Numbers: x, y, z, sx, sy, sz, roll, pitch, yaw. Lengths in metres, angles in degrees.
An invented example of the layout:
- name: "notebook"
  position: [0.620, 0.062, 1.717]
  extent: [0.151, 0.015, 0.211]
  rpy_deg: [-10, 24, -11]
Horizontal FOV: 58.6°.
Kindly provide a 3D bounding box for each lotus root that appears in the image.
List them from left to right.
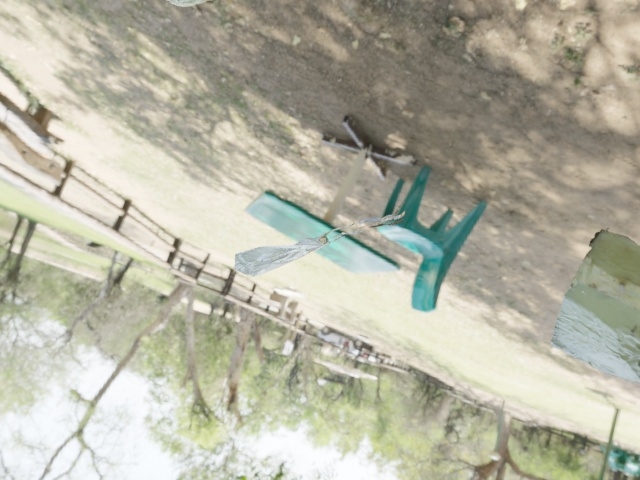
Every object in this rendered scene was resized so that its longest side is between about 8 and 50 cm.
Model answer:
- name: "lotus root"
  position: [0.277, 0.078, 0.497]
  extent: [0.144, 0.070, 0.143]
  rpy_deg: [28, 144, 41]

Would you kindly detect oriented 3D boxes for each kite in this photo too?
- name: "kite"
  position: [0.000, 0.001, 0.769]
  extent: [0.245, 0.015, 0.141]
  rpy_deg: [-20, 168, -2]

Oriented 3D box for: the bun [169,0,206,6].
- name: "bun"
  position: [-0.113, -0.259, 0.490]
  extent: [0.115, 0.115, 0.069]
  rpy_deg: [20, -152, -10]
